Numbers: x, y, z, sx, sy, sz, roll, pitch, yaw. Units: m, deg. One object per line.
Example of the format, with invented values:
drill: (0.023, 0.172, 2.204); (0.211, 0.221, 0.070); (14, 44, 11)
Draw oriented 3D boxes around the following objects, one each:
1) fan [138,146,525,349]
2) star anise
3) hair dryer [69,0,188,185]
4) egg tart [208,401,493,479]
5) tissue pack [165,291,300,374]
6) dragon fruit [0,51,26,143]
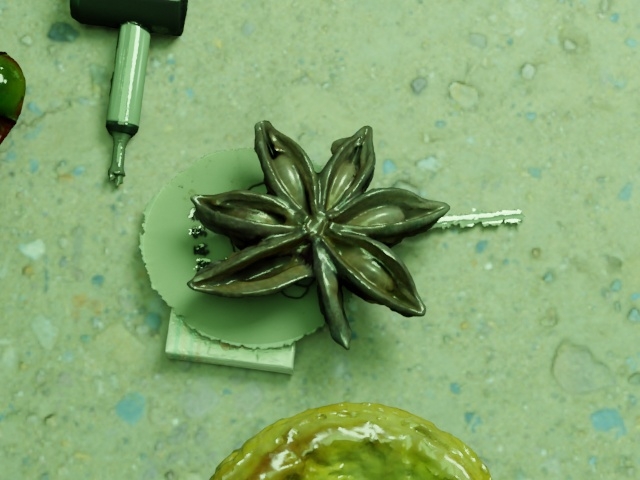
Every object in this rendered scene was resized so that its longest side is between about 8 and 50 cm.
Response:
fan: (0.012, -0.003, 1.519); (0.329, 0.009, 0.190); (-8, 63, -8)
star anise: (0.001, -0.015, 1.478); (0.212, 0.073, 0.197); (20, 66, 4)
hair dryer: (-0.171, -0.143, 1.544); (0.100, 0.057, 0.197); (5, 79, 1)
egg tart: (0.028, 0.272, 1.388); (0.294, 0.123, 0.294); (2, 72, -5)
tissue pack: (-0.072, 0.077, 1.490); (0.108, 0.023, 0.056); (8, 70, 0)
dragon fruit: (-0.382, -0.103, 1.478); (0.268, 0.130, 0.295); (-32, 77, -11)
